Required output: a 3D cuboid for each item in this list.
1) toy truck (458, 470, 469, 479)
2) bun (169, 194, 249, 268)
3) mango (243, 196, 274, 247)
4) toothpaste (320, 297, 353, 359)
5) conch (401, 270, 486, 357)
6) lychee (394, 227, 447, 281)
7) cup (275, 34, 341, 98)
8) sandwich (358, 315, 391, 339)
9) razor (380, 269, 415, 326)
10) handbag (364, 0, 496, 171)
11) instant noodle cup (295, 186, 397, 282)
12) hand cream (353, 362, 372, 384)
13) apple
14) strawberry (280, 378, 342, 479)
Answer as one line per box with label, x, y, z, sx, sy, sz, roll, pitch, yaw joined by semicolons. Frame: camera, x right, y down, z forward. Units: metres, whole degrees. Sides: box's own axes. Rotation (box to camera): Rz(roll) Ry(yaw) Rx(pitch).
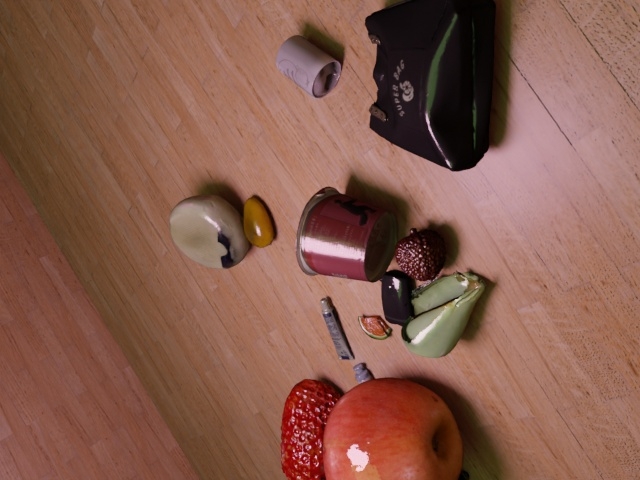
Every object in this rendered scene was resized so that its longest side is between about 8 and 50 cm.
toy truck;0.374;0.658;1.559;0.083;0.049;0.054;51;139;13
bun;-0.344;-0.044;1.806;0.283;0.179;0.283;18;138;17
mango;-0.196;-0.056;1.714;0.103;0.076;0.160;-10;96;54
toothpaste;0.044;0.272;1.684;0.062;0.037;0.216;-4;112;46
conch;0.280;0.166;1.326;0.137;0.143;0.250;11;113;-7
lychee;0.237;0.033;1.297;0.123;0.123;0.129;-19;118;49
cup;-0.034;-0.401;1.335;0.133;0.099;0.136;41;134;20
sandwich;0.155;0.244;1.566;0.101;0.026;0.069;-2;106;43
razor;0.200;0.151;1.444;0.090;0.054;0.147;9;119;38
handbag;0.198;-0.326;1.122;0.288;0.152;0.342;27;129;48
instant noodle cup;0.072;-0.003;1.371;0.179;0.235;0.234;16;123;29
hand cream;0.149;0.450;1.672;0.065;0.043;0.170;-20;99;49
apple;0.194;0.545;1.453;0.364;0.364;0.363;23;127;35
strawberry;0.000;0.630;1.763;0.309;0.292;0.291;-118;33;-41
